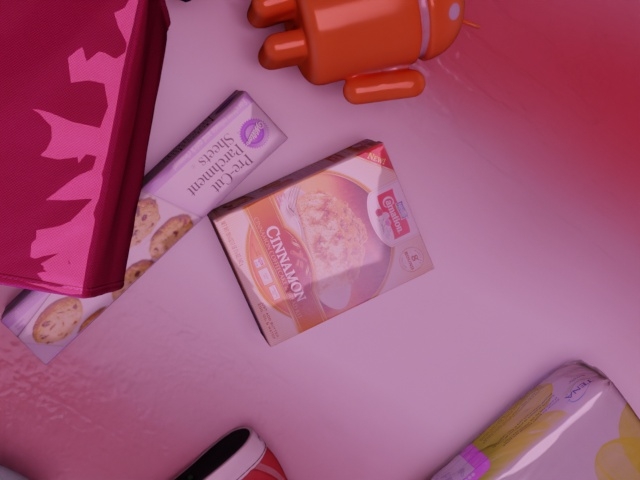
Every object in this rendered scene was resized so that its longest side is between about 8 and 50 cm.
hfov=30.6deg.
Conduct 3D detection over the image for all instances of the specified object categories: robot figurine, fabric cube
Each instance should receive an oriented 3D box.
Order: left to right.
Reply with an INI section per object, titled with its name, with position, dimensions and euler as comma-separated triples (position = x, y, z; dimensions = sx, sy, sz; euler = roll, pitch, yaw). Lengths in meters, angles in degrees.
[fabric cube]
position = -0.277, -0.103, 0.973
dimensions = 0.259, 0.254, 0.258
euler = 10, 90, -3
[robot figurine]
position = 0.043, -0.225, 1.120
dimensions = 0.219, 0.158, 0.128
euler = -14, 141, -9

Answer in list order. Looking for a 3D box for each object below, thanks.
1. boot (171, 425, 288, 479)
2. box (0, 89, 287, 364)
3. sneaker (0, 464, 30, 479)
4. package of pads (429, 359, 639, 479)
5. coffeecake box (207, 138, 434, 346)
[boot]
position = -0.119, 0.332, 1.203
dimensions = 0.244, 0.088, 0.176
euler = -36, 106, -8
[box]
position = -0.173, -0.015, 1.141
dimensions = 0.324, 0.063, 0.067
euler = -43, 105, -3
[sneaker]
position = -0.391, 0.307, 1.142
dimensions = 0.151, 0.094, 0.256
euler = 35, 98, -2
[package of pads]
position = 0.241, 0.300, 1.266
dimensions = 0.296, 0.101, 0.229
euler = -39, 106, -4
[coffeecake box]
position = 0.000, 0.000, 1.179
dimensions = 0.185, 0.068, 0.142
euler = -25, 103, -8
